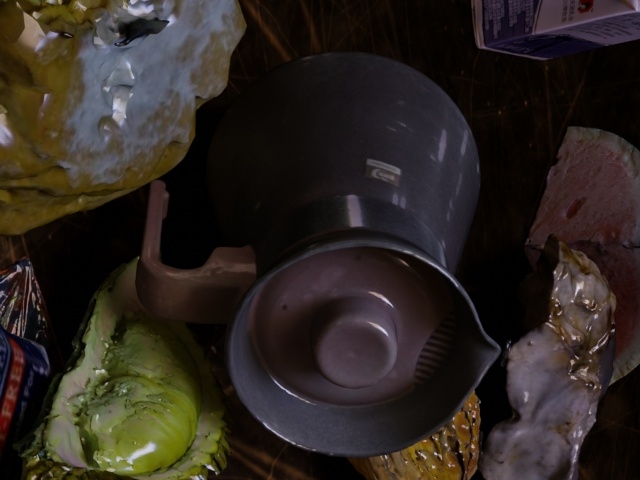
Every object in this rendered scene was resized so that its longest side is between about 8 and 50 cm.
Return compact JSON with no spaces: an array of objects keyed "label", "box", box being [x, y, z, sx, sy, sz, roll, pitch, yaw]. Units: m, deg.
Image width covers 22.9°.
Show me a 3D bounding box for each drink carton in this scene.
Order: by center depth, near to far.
[{"label":"drink carton","box":[0.296,-0.272,1.763,0.134,0.222,0.101,5,82,-46]}]

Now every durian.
[{"label":"durian","box":[-0.174,0.154,1.239,0.169,0.158,0.352,56,23,-18]}]

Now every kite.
[{"label":"kite","box":[-0.259,0.103,1.294,0.232,0.009,0.189,31,64,-40]}]

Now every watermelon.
[{"label":"watermelon","box":[0.337,0.025,1.837,0.260,0.176,0.256,62,9,-19]}]

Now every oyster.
[{"label":"oyster","box":[0.241,0.162,1.712,0.198,0.133,0.337,6,96,-72]}]

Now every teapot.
[{"label":"teapot","box":[0.000,0.000,1.341,0.344,0.300,0.253,-93,-170,-62]}]

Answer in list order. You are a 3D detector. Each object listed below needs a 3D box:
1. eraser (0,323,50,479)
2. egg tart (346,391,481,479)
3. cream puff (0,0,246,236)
[{"label":"eraser","box":[-0.293,0.209,1.142,0.155,0.102,0.332,48,50,-69]},{"label":"egg tart","box":[0.079,0.156,1.583,0.232,0.098,0.252,-53,125,-44]},{"label":"cream puff","box":[-0.232,-0.158,1.223,0.323,0.270,0.274,-32,142,-43]}]
